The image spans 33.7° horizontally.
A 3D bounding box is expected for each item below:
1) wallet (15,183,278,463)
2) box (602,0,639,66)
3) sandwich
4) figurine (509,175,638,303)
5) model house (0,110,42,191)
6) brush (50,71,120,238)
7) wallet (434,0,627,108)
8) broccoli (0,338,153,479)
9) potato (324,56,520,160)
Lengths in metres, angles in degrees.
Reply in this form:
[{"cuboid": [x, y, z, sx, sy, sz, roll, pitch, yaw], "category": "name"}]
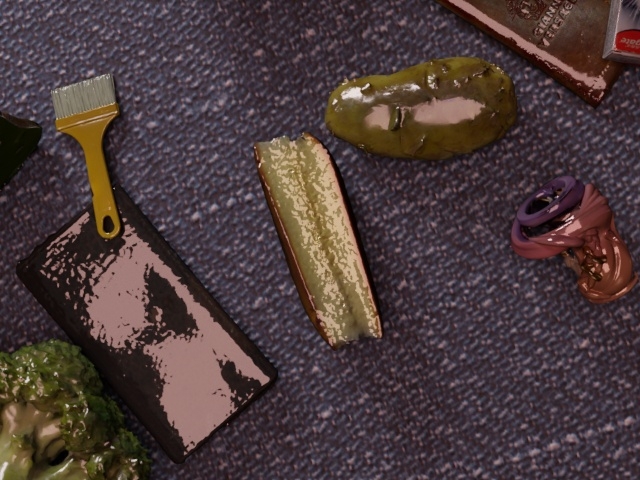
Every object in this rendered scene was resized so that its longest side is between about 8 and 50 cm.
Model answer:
[{"cuboid": [-0.211, 0.099, 1.287, 0.170, 0.044, 0.321, -42, 83, 5], "category": "wallet"}, {"cuboid": [0.366, -0.307, 1.198, 0.055, 0.039, 0.218, 10, 83, 0], "category": "box"}, {"cuboid": [0.000, 0.000, 1.236, 0.094, 0.096, 0.258, -18, 87, 0], "category": "sandwich"}, {"cuboid": [0.296, 0.000, 1.194, 0.157, 0.126, 0.114, 41, 138, 6], "category": "figurine"}, {"cuboid": [-0.496, -0.079, 1.236, 0.154, 0.207, 0.294, 44, 95, 7], "category": "model house"}, {"cuboid": [-0.274, -0.099, 1.287, 0.083, 0.011, 0.205, -14, 78, 7], "category": "brush"}, {"cuboid": [0.253, -0.278, 1.232, 0.255, 0.031, 0.137, 33, 89, 2], "category": "wallet"}, {"cuboid": [-0.334, 0.266, 1.235, 0.254, 0.186, 0.302, -10, 79, -24], "category": "broccoli"}, {"cuboid": [0.116, -0.151, 1.221, 0.225, 0.090, 0.117, -5, 76, 9], "category": "potato"}]
